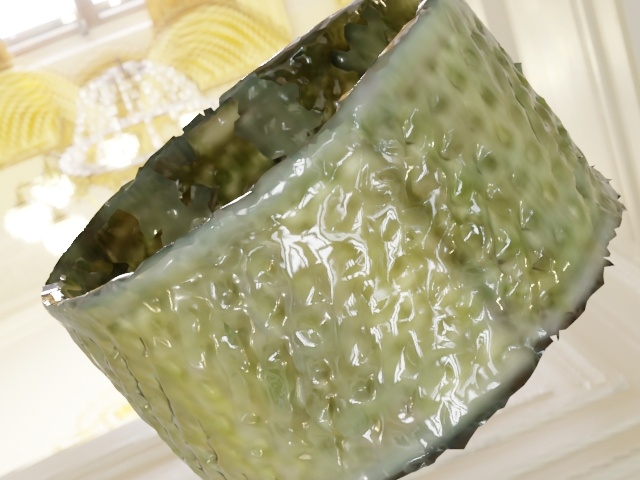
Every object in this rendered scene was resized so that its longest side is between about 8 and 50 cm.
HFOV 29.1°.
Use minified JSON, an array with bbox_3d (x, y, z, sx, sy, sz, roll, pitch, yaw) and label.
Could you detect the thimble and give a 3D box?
[{"bbox_3d":[0.000,0.000,0.633,0.271,0.150,0.271,-37,-164,12],"label":"thimble"}]
